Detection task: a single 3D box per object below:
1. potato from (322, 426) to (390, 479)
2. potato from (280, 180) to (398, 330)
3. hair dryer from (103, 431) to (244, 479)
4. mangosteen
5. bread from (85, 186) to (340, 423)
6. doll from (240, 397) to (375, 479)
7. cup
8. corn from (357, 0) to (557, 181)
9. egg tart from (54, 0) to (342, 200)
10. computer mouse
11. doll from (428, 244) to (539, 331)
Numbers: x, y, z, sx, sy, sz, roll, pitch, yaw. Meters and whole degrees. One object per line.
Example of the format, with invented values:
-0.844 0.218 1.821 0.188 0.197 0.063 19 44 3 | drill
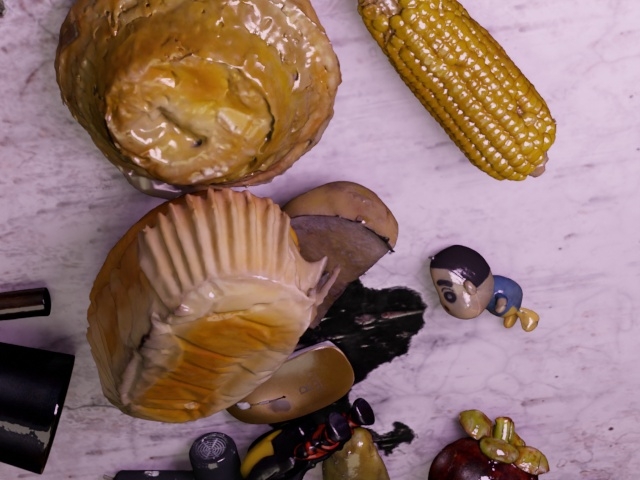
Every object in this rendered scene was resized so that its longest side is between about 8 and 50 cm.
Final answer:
0.054 0.353 1.919 0.105 0.085 0.188 -7 124 2 | potato
0.000 0.000 1.626 0.138 0.098 0.243 30 140 -10 | potato
-0.220 0.347 1.931 0.219 0.071 0.124 -3 128 13 | hair dryer
0.243 0.338 1.872 0.166 0.166 0.180 16 103 -13 | mangosteen
-0.155 0.079 1.595 0.236 0.183 0.388 19 141 -28 | bread
-0.031 0.290 1.838 0.127 0.088 0.249 7 150 -37 | doll
-0.429 0.178 1.762 0.177 0.239 0.166 15 169 -6 | cup
0.160 -0.185 1.466 0.119 0.119 0.322 -32 116 22 | corn
-0.138 -0.167 1.470 0.341 0.129 0.341 -1 130 -2 | egg tart
-0.052 0.203 1.821 0.199 0.045 0.102 -20 124 14 | computer mouse
0.205 0.071 1.696 0.179 0.102 0.089 38 77 -22 | doll
